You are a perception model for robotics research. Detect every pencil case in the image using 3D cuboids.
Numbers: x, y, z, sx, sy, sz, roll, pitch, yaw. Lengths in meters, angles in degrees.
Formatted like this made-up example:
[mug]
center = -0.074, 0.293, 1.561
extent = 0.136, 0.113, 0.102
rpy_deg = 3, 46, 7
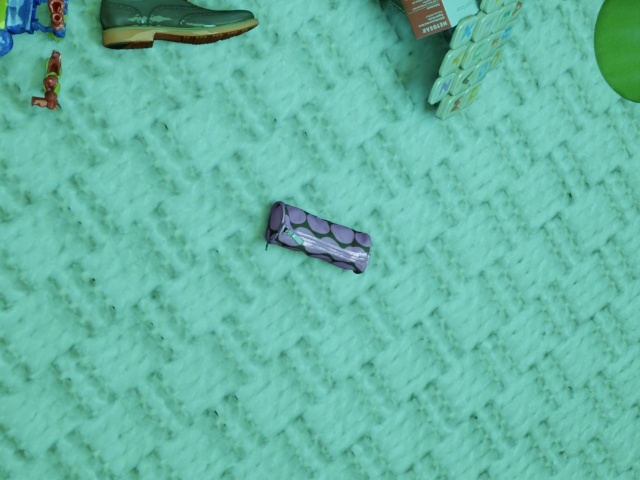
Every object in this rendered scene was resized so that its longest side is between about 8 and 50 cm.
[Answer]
[pencil case]
center = 0.000, 0.000, 1.591
extent = 0.209, 0.098, 0.095
rpy_deg = 17, 90, -22

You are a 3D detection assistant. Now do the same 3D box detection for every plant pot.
[plant pot]
center = 0.758, -0.420, 1.718
extent = 0.275, 0.293, 0.274
rpy_deg = -3, 98, -20

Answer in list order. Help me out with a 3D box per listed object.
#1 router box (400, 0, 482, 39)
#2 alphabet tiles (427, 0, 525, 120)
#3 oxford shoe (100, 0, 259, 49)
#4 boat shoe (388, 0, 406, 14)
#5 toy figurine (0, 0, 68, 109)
[router box]
center = 0.232, -0.558, 1.535
extent = 0.335, 0.082, 0.301
rpy_deg = -37, 110, -43
[alphabet tiles]
center = 0.299, -0.358, 1.583
extent = 0.278, 0.021, 0.284
rpy_deg = -34, 151, -46
[oxford shoe]
center = -0.239, -0.387, 1.456
extent = 0.271, 0.097, 0.098
rpy_deg = -8, 94, -20
[boat shoe]
center = 0.085, -0.499, 1.558
extent = 0.305, 0.109, 0.091
rpy_deg = 40, 83, -14
[toy figurine]
center = -0.500, -0.397, 1.313
extent = 0.217, 0.191, 0.362
rpy_deg = 5, 94, -16
